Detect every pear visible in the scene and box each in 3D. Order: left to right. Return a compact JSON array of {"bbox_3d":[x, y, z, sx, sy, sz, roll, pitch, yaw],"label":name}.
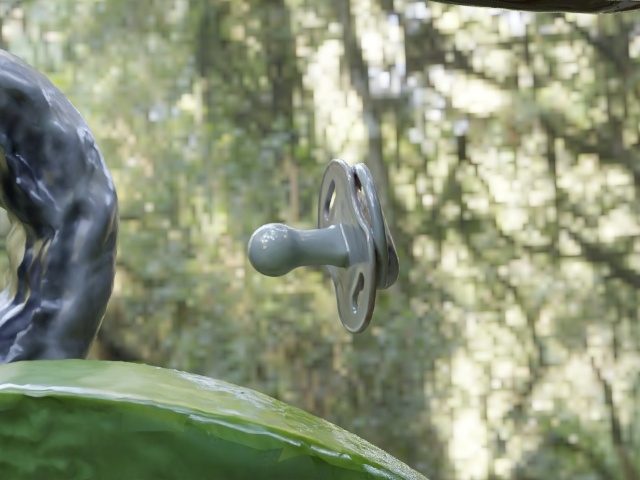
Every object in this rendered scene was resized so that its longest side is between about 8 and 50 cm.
[{"bbox_3d":[-0.021,0.133,0.714,0.239,0.288,0.139,-17,23,32],"label":"pear"}]

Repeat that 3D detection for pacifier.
[{"bbox_3d":[0.000,0.000,0.965,0.078,0.099,0.081,-4,-40,-14],"label":"pacifier"}]

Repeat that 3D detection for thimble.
[{"bbox_3d":[-0.223,0.012,0.944,0.217,0.245,0.157,43,-14,-8],"label":"thimble"}]

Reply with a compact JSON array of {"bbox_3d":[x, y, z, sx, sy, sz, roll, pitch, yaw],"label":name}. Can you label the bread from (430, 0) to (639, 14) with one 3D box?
[{"bbox_3d":[0.107,-0.203,0.742,0.279,0.225,0.250,-10,8,-9],"label":"bread"}]
